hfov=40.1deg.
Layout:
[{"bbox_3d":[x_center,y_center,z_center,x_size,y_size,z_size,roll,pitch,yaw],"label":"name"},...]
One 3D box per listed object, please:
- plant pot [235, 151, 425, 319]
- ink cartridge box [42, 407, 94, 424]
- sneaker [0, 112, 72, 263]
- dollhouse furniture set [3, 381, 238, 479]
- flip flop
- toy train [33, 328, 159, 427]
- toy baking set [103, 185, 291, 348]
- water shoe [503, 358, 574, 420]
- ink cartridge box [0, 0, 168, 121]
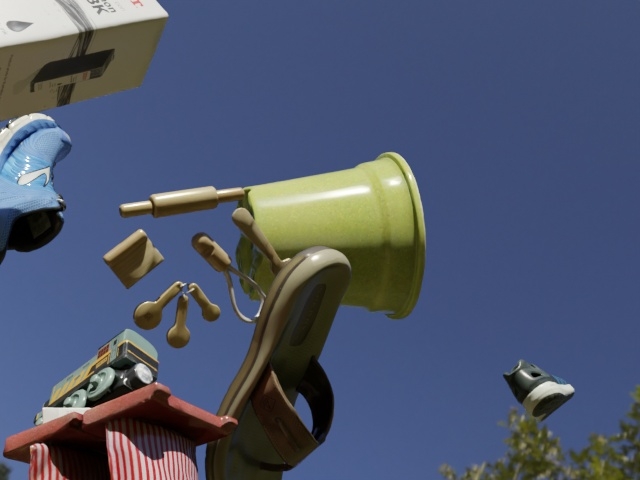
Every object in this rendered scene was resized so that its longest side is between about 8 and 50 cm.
[{"bbox_3d":[0.000,0.000,1.411,0.253,0.276,0.276,-4,-49,-15],"label":"plant pot"},{"bbox_3d":[-0.362,0.439,1.523,0.261,0.296,0.066,7,-23,-33],"label":"ink cartridge box"},{"bbox_3d":[-0.408,-0.056,1.167,0.147,0.330,0.130,41,-62,-13],"label":"sneaker"},{"bbox_3d":[-0.198,0.185,0.544,0.152,0.201,0.374,-21,-30,18],"label":"dollhouse furniture set"},{"bbox_3d":[-0.024,0.141,0.789,0.080,0.112,0.277,28,-76,28],"label":"flip flop"},{"bbox_3d":[-0.481,0.335,1.875,0.334,0.190,0.142,-37,-60,20],"label":"toy train"},{"bbox_3d":[-0.147,0.027,1.120,0.030,0.256,0.197,13,-65,61],"label":"toy baking set"},{"bbox_3d":[0.318,0.211,1.282,0.073,0.203,0.080,-41,-112,5],"label":"water shoe"},{"bbox_3d":[-0.327,-0.237,0.905,0.197,0.272,0.114,49,-49,13],"label":"ink cartridge box"}]
